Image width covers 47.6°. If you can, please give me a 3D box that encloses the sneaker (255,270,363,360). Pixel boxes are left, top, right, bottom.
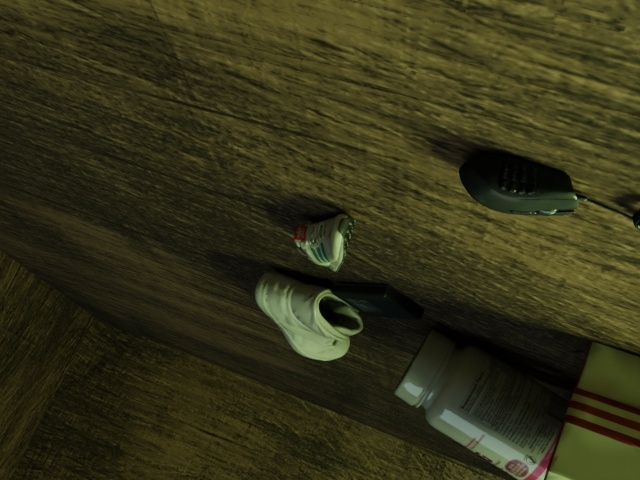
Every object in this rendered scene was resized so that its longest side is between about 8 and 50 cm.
[{"bbox_3d":[0.016,0.166,1.361,0.169,0.108,0.292,13,158,38],"label":"sneaker"}]

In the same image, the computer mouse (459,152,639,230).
[{"bbox_3d":[0.241,-0.023,0.661,0.242,0.041,0.071,18,161,12],"label":"computer mouse"}]

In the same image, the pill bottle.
[{"bbox_3d":[0.281,0.281,1.247,0.283,0.160,0.160,31,163,9],"label":"pill bottle"}]

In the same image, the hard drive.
[{"bbox_3d":[0.095,0.102,1.219,0.094,0.022,0.135,35,159,-32],"label":"hard drive"}]

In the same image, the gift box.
[{"bbox_3d":[0.460,0.299,0.991,0.258,0.276,0.255,19,149,23],"label":"gift box"}]

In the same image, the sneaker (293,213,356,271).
[{"bbox_3d":[0.000,0.000,0.987,0.075,0.057,0.161,17,165,0],"label":"sneaker"}]
